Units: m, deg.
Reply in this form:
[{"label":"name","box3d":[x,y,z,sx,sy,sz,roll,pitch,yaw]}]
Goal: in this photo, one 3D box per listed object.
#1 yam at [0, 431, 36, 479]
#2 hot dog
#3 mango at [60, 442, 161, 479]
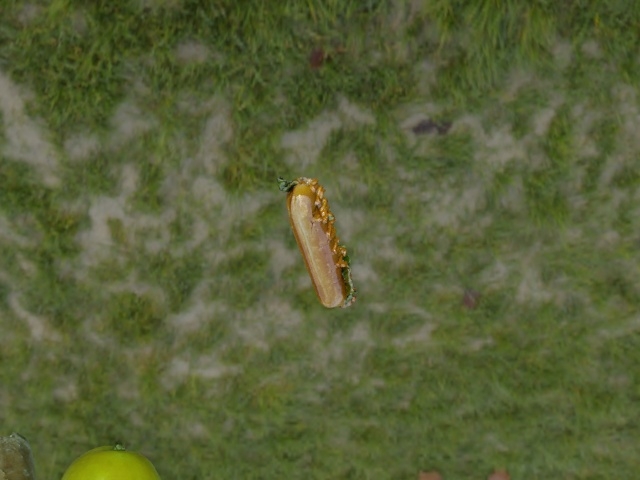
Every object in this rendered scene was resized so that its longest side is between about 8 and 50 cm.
[{"label":"yam","box3d":[-0.522,0.422,1.637,0.093,0.259,0.093,-9,116,-18]},{"label":"hot dog","box3d":[0.000,0.000,1.191,0.055,0.072,0.188,-17,111,5]},{"label":"mango","box3d":[-0.302,0.410,1.377,0.149,0.185,0.272,-15,136,-36]}]
